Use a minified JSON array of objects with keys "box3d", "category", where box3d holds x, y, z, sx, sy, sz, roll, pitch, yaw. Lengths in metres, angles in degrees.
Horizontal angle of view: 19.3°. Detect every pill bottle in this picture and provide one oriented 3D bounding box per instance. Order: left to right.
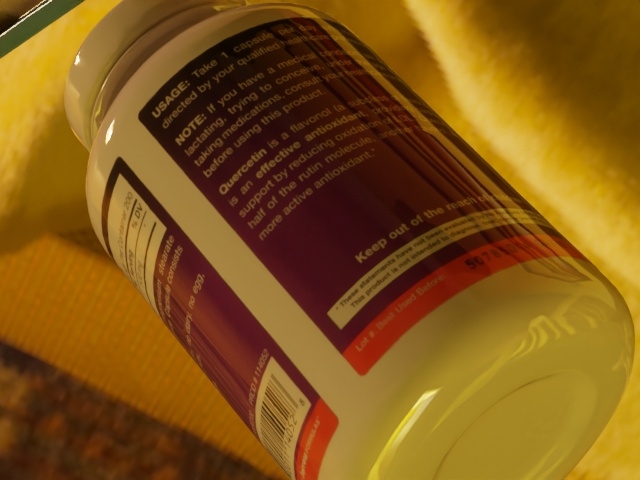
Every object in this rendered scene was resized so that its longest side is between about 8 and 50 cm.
[{"box3d":[0.000,0.000,0.976,0.181,0.181,0.323,-13,47,-36],"category":"pill bottle"}]

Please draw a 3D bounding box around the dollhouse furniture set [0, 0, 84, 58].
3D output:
[{"box3d":[-0.168,-0.297,1.069,0.286,0.303,0.198,51,45,-12],"category":"dollhouse furniture set"}]
